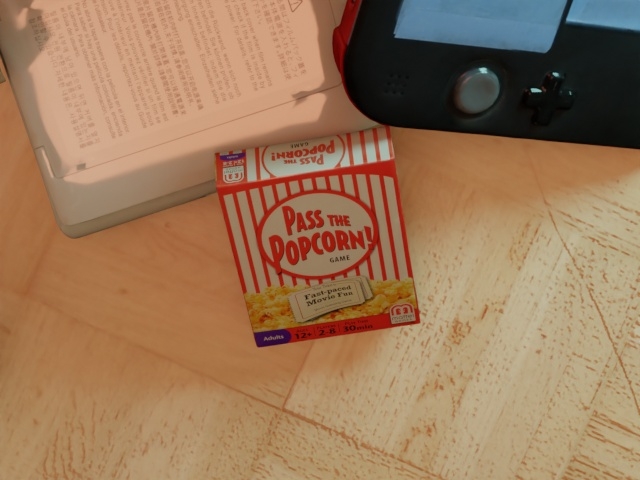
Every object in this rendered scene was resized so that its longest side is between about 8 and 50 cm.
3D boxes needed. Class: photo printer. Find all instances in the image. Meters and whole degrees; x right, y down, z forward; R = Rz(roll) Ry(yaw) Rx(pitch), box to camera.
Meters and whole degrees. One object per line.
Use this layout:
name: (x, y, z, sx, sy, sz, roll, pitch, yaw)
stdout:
photo printer: (-0.109, -0.167, 1.450, 0.307, 0.107, 0.256, -19, 94, 4)

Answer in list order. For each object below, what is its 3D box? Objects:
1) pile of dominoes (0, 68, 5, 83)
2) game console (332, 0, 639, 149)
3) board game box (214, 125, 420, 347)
pile of dominoes: (-0.328, -0.235, 1.380, 0.040, 0.196, 0.251, -26, 76, -8)
game console: (0.204, -0.253, 1.333, 0.342, 0.060, 0.386, 6, 120, -21)
board game box: (0.000, 0.000, 1.441, 0.146, 0.045, 0.193, -9, 133, 3)
